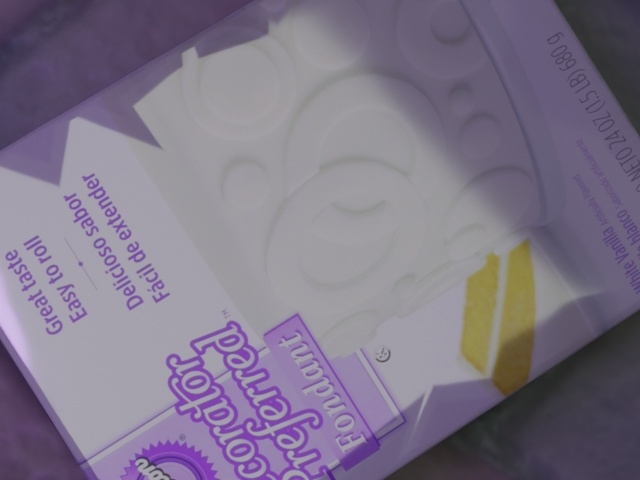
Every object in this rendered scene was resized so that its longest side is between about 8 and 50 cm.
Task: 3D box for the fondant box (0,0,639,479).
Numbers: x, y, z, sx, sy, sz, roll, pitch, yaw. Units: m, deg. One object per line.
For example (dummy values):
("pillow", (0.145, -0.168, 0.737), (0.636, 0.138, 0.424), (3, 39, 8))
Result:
("fondant box", (0.000, 0.000, 0.719), (0.330, 0.096, 0.238), (-32, 89, -7))
